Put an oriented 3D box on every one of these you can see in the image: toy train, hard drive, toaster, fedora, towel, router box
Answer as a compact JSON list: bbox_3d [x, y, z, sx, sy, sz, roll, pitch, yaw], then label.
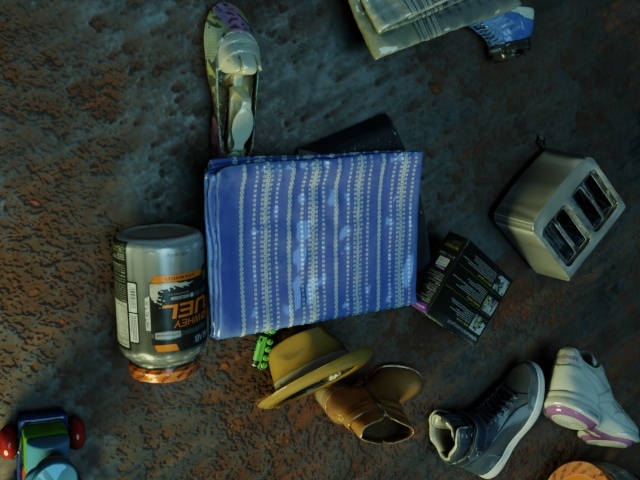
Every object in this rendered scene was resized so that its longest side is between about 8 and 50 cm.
[{"bbox_3d":[-0.349,0.357,0.959,0.105,0.143,0.247,-1,103,-26],"label":"toy train"},{"bbox_3d":[0.076,-0.043,1.124,0.172,0.054,0.254,-25,113,-19],"label":"hard drive"},{"bbox_3d":[0.394,-0.050,1.252,0.168,0.110,0.185,-49,118,-9],"label":"toaster"},{"bbox_3d":[-0.018,0.176,1.090,0.194,0.194,0.079,-20,75,-21],"label":"fedora"},{"bbox_3d":[0.000,0.000,1.035,0.336,0.040,0.243,-7,106,-28],"label":"towel"},{"bbox_3d":[0.229,0.081,1.210,0.179,0.046,0.133,35,85,-47],"label":"router box"},{"bbox_3d":[0.150,-0.445,1.030,0.312,0.056,0.324,-27,102,-18],"label":"towel"},{"bbox_3d":[-0.083,0.151,1.115,0.024,0.017,0.083,13,97,-19],"label":"toy train"}]

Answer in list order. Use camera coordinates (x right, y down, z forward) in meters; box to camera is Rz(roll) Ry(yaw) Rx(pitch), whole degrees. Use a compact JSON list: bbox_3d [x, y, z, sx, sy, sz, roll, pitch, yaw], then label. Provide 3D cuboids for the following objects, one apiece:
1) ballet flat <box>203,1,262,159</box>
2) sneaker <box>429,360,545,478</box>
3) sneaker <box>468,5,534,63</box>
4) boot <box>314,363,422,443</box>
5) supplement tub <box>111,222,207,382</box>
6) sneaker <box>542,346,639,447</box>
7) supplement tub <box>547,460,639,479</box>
[{"bbox_3d":[-0.108,-0.196,0.979,0.077,0.079,0.221,-5,105,-25],"label":"ballet flat"},{"bbox_3d":[0.285,0.295,1.297,0.163,0.086,0.226,27,91,-32],"label":"sneaker"},{"bbox_3d":[0.265,-0.316,1.149,0.152,0.058,0.084,-4,96,-33],"label":"sneaker"},{"bbox_3d":[0.105,0.257,1.157,0.197,0.152,0.072,-7,106,-25],"label":"boot"},{"bbox_3d":[-0.207,0.080,0.977,0.117,0.117,0.190,-7,106,-25],"label":"supplement tub"},{"bbox_3d":[0.515,0.294,1.396,0.305,0.114,0.152,36,58,-42],"label":"sneaker"},{"bbox_3d":[0.581,0.547,1.449,0.316,0.194,0.193,32,87,-29],"label":"supplement tub"}]
